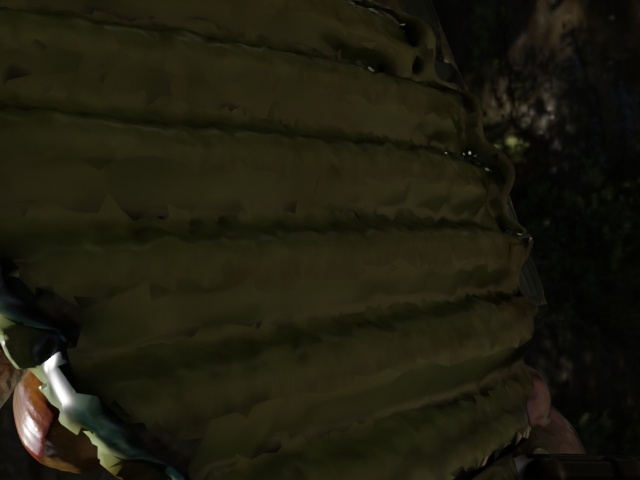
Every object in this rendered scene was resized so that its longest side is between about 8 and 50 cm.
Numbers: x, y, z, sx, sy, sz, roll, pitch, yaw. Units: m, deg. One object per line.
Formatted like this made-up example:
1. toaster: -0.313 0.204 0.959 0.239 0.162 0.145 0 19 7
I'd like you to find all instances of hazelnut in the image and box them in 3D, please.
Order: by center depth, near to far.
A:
1. hazelnut: -0.420 0.286 1.477 0.186 0.210 0.210 -85 -17 -44

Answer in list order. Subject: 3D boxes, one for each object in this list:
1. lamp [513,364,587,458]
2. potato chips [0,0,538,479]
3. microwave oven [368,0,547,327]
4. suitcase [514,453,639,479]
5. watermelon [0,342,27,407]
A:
1. lamp: 0.139 0.282 0.916 0.247 0.301 0.247 -110 -5 -68
2. potato chips: 0.000 0.000 0.464 0.429 0.070 0.358 0 -109 -52
3. microwave oven: 0.084 -0.072 1.087 0.374 0.236 0.431 37 -147 -74
4. suitcase: 0.219 0.283 0.570 0.066 0.207 0.285 116 156 -76
5. watermelon: -0.431 0.133 0.943 0.310 0.232 0.193 81 -157 -45
